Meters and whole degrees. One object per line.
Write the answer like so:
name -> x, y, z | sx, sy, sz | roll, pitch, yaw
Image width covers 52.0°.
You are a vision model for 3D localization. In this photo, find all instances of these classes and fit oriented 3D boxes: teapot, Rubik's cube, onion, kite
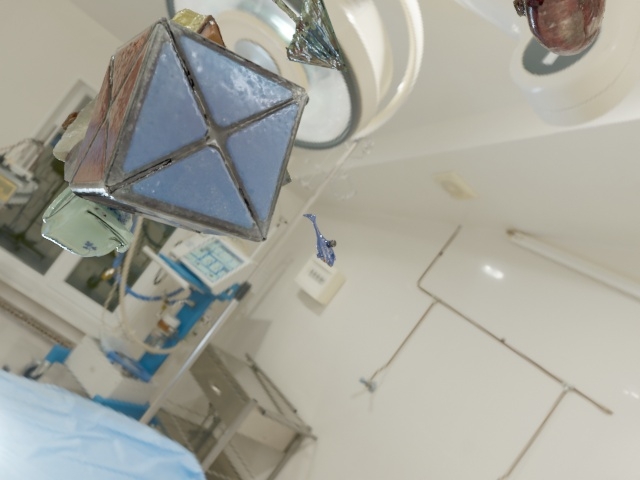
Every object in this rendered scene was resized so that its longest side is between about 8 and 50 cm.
teapot -> -0.395, -0.032, 1.167 | 0.159, 0.159, 0.232 | 38, -16, -29
Rubik's cube -> -0.206, -0.149, 1.007 | 0.260, 0.259, 0.255 | 22, -7, -30
onion -> 0.366, -0.372, 1.029 | 0.151, 0.098, 0.206 | -2, -42, 41
kite -> -0.046, -0.639, 2.000 | 0.368, 0.014, 0.406 | 46, -23, 4

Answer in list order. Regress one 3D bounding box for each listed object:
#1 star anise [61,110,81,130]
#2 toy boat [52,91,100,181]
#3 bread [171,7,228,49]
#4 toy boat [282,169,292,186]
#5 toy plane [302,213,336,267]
star anise -> -0.585, -0.301, 1.745 | 0.196, 0.111, 0.212 | -2, 54, -20
toy boat -> -0.460, -0.241, 1.453 | 0.111, 0.276, 0.293 | 59, 3, -49
bread -> -0.358, -0.397, 1.763 | 0.143, 0.323, 0.333 | 27, -15, 25
toy boat -> -0.155, -0.200, 2.187 | 0.063, 0.115, 0.016 | 69, 13, 6
toy plane -> 0.000, 0.000, 1.794 | 0.054, 0.062, 0.167 | -6, -70, 49
